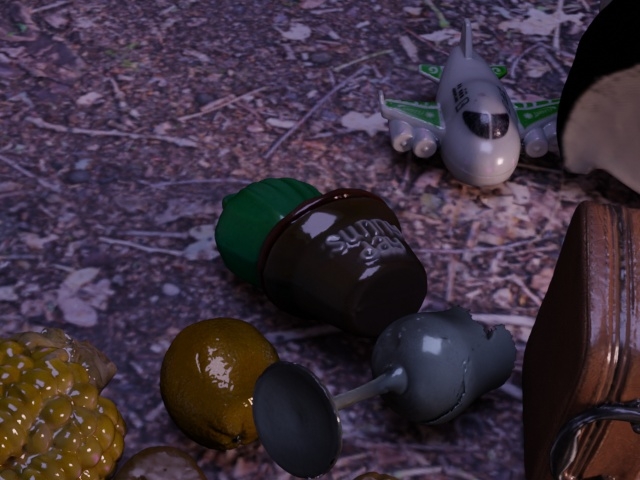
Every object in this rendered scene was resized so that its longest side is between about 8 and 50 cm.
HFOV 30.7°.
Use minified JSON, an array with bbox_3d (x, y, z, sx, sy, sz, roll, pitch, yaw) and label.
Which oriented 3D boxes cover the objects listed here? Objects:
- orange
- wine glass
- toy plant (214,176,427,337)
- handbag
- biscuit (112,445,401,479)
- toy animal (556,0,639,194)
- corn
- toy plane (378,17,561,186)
[{"bbox_3d":[-0.067,0.100,0.804,0.085,0.085,0.095,-7,53,-11],"label":"orange"},{"bbox_3d":[0.050,0.095,0.784,0.079,0.079,0.196,38,34,30],"label":"wine glass"},{"bbox_3d":[0.000,0.000,0.899,0.143,0.105,0.200,-15,35,-29],"label":"toy plant"},{"bbox_3d":[0.182,0.082,0.763,0.072,0.193,0.151,8,53,-1],"label":"handbag"},{"bbox_3d":[0.005,0.230,0.700,0.302,0.049,0.196,8,54,5],"label":"biscuit"},{"bbox_3d":[0.362,-0.169,1.005,0.251,0.250,0.310,21,53,17],"label":"toy animal"},{"bbox_3d":[-0.243,0.177,0.686,0.130,0.130,0.347,27,51,22],"label":"corn"},{"bbox_3d":[0.137,-0.117,1.041,0.174,0.080,0.174,2,47,-2],"label":"toy plane"}]
